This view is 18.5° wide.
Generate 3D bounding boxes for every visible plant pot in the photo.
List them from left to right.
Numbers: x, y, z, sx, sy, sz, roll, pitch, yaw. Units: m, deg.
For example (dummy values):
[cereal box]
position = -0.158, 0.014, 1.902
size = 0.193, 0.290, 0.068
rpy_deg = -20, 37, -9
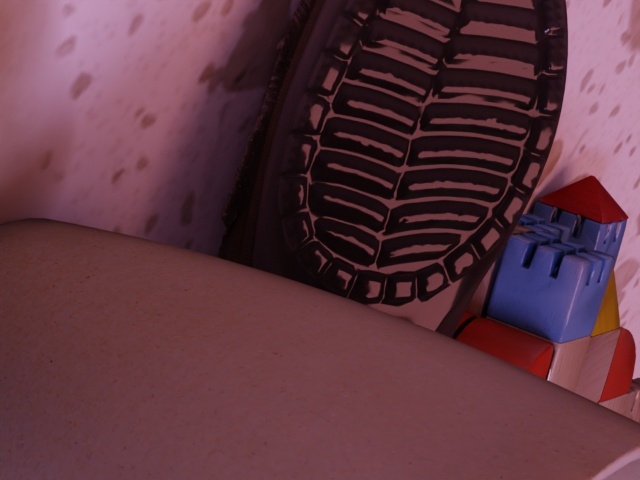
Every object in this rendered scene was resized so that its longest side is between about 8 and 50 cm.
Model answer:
[plant pot]
position = -0.043, 0.113, 0.766
size = 0.256, 0.274, 0.256
rpy_deg = -42, 152, -29

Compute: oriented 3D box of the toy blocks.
[toy blocks]
position = 0.099, 0.097, 1.161
size = 0.381, 0.191, 0.261
rpy_deg = -8, 115, -59

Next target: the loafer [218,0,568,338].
[loafer]
position = 0.000, 0.000, 0.928
size = 0.134, 0.130, 0.366
rpy_deg = 14, 101, -28
